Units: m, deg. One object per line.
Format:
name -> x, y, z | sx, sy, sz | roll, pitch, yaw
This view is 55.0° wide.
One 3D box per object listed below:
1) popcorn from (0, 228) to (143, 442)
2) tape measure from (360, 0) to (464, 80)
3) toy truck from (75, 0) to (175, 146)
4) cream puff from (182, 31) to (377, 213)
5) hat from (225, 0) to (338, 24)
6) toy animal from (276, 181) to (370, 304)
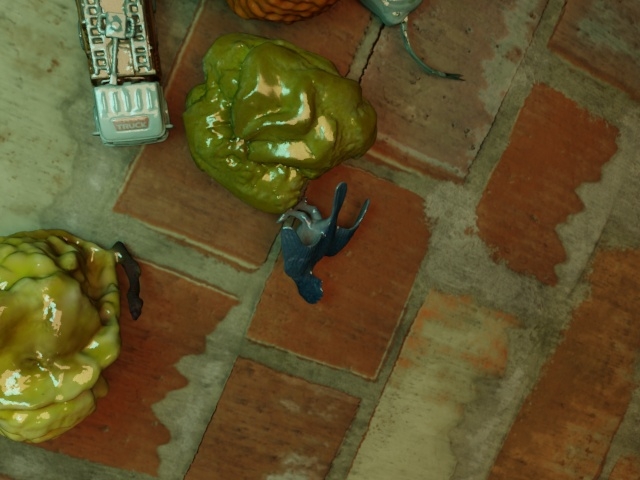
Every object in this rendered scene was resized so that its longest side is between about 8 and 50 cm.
popcorn -> -0.458, 0.135, 1.020 | 0.382, 0.349, 0.348 | -41, 108, -31
tape measure -> 0.193, -0.441, 1.171 | 0.330, 0.084, 0.164 | 35, 94, -15
toy truck -> -0.329, -0.310, 1.022 | 0.137, 0.162, 0.305 | -8, 102, -13
cream puff -> -0.075, -0.191, 1.054 | 0.324, 0.274, 0.269 | 27, 83, -14
hat -> -0.137, -0.501, 0.933 | 0.401, 0.285, 0.285 | 2, 100, -38
toy animal -> 0.000, 0.000, 1.172 | 0.176, 0.255, 0.239 | 52, 43, 7
